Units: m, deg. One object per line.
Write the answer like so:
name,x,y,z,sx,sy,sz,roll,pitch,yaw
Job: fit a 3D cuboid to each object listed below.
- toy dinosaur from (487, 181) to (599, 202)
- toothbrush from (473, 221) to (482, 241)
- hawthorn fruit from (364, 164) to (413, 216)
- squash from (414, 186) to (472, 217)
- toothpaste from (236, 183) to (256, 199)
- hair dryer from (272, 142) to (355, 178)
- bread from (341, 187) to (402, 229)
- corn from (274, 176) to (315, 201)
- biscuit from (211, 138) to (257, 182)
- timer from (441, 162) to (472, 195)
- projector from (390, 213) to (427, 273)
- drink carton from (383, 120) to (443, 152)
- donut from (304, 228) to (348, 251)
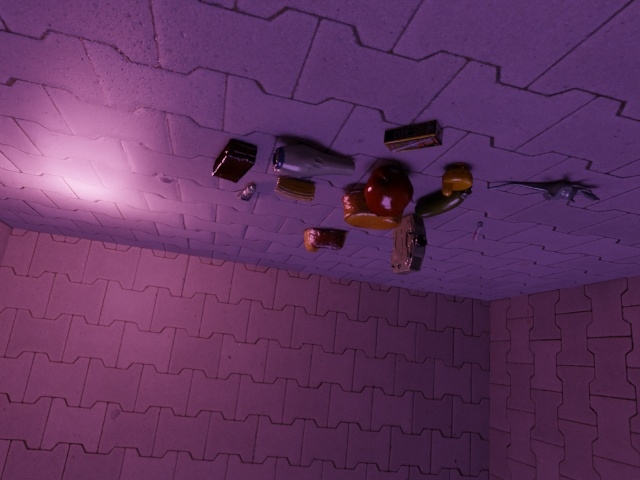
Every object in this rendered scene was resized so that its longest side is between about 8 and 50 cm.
toy dinosaur,0.809,-0.179,1.588,0.382,0.076,0.129,12,-171,5
toothbrush,0.786,-0.032,2.234,0.025,0.030,0.307,-5,163,13
hawthorn fruit,0.246,-0.184,1.622,0.185,0.185,0.202,3,160,12
squash,0.492,-0.154,1.809,0.087,0.087,0.331,13,162,-24
toothpaste,-0.328,-0.212,2.014,0.060,0.038,0.233,14,166,-19
hair dryer,-0.027,-0.271,1.618,0.295,0.119,0.298,4,-179,-7
bread,0.220,-0.133,1.876,0.269,0.143,0.195,7,163,-11
corn,-0.103,-0.211,1.839,0.165,0.085,0.063,15,180,-14
biscuit,-0.324,-0.290,1.662,0.106,0.070,0.252,15,163,-24
timer,0.480,-0.204,1.574,0.107,0.109,0.107,6,165,1
projector,0.412,0.017,2.104,0.088,0.270,0.193,13,163,-24
drink carton,0.283,-0.312,1.364,0.165,0.056,0.071,-4,159,33
donut,0.000,0.000,2.515,0.295,0.112,0.151,-9,161,41
